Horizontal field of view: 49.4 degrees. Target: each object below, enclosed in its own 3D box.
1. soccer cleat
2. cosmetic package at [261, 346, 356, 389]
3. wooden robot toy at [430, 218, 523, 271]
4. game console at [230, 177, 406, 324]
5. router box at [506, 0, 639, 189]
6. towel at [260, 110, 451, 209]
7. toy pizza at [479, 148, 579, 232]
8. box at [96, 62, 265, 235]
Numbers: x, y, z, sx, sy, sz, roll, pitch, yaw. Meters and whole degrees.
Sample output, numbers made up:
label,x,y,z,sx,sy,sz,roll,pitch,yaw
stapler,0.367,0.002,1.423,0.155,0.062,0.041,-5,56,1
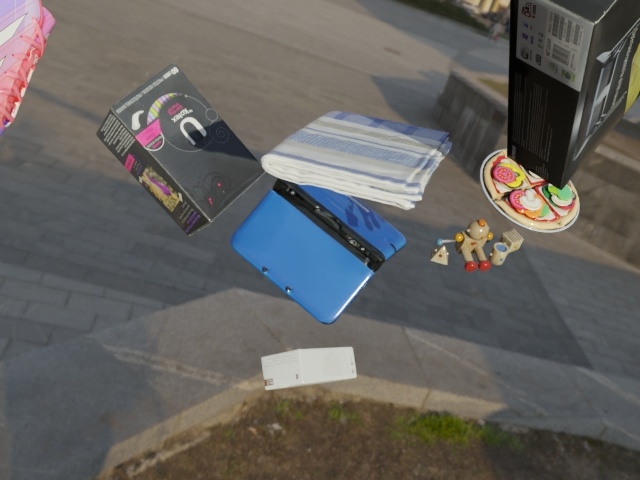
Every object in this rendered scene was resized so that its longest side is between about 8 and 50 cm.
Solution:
label,x,y,z,sx,sy,sz,roll,pitch,yaw
soccer cleat,-0.299,-0.177,0.653,0.095,0.247,0.083,7,-7,-22
cosmetic package,-0.024,0.302,1.656,0.117,0.085,0.231,-17,-16,30
wooden robot toy,0.272,0.000,1.171,0.173,0.079,0.076,-4,47,-16
game console,0.000,0.000,1.531,0.293,0.173,0.250,40,29,11
router box,0.288,-0.218,0.678,0.081,0.243,0.309,38,-8,23
towel,0.062,-0.120,0.958,0.209,0.034,0.285,15,26,14
toy pizza,0.396,-0.102,1.300,0.201,0.032,0.201,8,53,-11
box,-0.266,-0.168,1.329,0.270,0.143,0.165,49,61,-11
